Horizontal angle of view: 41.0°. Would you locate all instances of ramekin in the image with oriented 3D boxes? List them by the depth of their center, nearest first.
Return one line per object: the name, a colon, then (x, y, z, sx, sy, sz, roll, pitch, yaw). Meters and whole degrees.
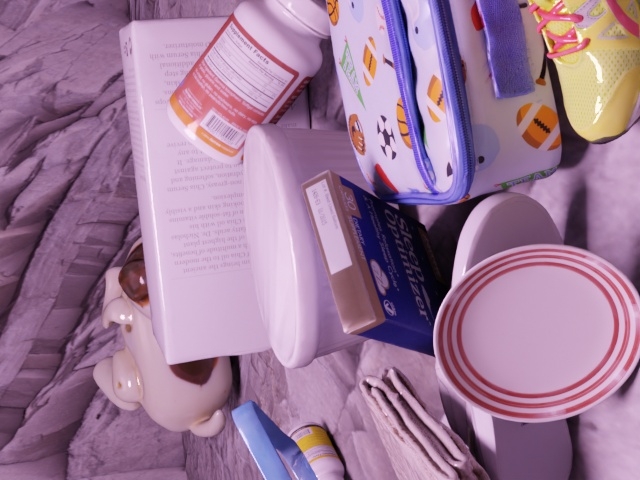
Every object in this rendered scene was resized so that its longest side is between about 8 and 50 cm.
ramekin: (0.000, 0.000, 0.958, 0.273, 0.127, 0.273, 172, 90, -77)

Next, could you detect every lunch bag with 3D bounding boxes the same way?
lunch bag: (0.080, -0.180, 0.660, 0.243, 0.115, 0.303, -164, 60, -77)

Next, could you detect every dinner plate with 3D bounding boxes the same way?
dinner plate: (0.147, 0.063, 0.582, 0.017, 0.141, 0.141, -79, -9, -65)

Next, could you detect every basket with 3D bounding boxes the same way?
basket: (0.006, 0.319, 0.914, 0.289, 0.201, 0.255, 61, 180, 29)

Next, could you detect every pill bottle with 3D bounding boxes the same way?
pill bottle: (-0.076, -0.204, 1.013, 0.216, 0.121, 0.121, -49, 41, 18)
pill bottle: (-0.004, 0.320, 1.224, 0.116, 0.065, 0.065, -124, 31, -53)

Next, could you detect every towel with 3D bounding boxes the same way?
towel: (0.123, 0.253, 0.747, 0.282, 0.049, 0.187, 68, 170, -27)

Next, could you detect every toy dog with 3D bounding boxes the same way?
toy dog: (-0.307, 0.165, 1.726, 0.395, 0.284, 0.408, -124, 34, -52)

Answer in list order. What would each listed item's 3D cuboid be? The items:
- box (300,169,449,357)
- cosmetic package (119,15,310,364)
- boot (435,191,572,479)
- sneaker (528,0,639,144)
box: (0.070, 0.032, 0.766, 0.225, 0.036, 0.136, 25, -137, -56)
cosmetic package: (-0.137, -0.078, 1.201, 0.161, 0.230, 0.453, -155, 60, -69)
boot: (0.128, 0.077, 0.679, 0.123, 0.095, 0.258, -142, 42, -64)
sneaker: (0.151, -0.162, 0.530, 0.081, 0.094, 0.209, -176, 78, -70)
